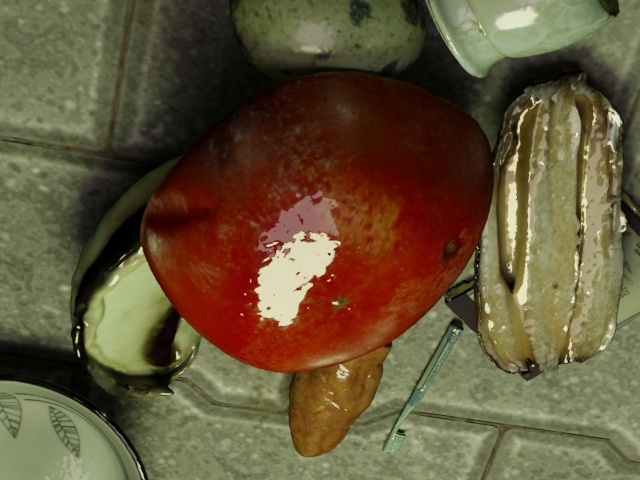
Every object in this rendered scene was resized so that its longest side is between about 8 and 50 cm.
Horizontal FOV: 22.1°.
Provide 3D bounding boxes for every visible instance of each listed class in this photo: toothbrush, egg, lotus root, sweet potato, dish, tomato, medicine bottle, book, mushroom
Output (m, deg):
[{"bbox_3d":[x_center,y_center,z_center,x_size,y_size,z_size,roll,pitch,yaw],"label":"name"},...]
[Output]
[{"bbox_3d":[0.115,0.171,1.853,0.019,0.016,0.219,14,129,-13],"label":"toothbrush"},{"bbox_3d":[0.008,-0.200,1.453,0.181,0.141,0.141,12,130,-14],"label":"egg"},{"bbox_3d":[0.219,-0.024,1.640,0.167,0.078,0.329,-6,117,-14],"label":"lotus root"},{"bbox_3d":[0.017,0.158,1.796,0.097,0.097,0.252,9,134,-8],"label":"sweet potato"},{"bbox_3d":[-0.329,0.279,1.860,0.316,0.106,0.316,2,109,7],"label":"dish"},{"bbox_3d":[0.007,0.009,1.479,0.338,0.144,0.338,-12,139,-11],"label":"tomato"},{"bbox_3d":[0.168,-0.230,1.423,0.143,0.147,0.147,-20,128,21],"label":"medicine bottle"},{"bbox_3d":[0.269,0.054,1.747,0.231,0.026,0.157,-33,123,25],"label":"book"},{"bbox_3d":[-0.116,0.016,1.658,0.247,0.130,0.344,13,135,-37],"label":"mushroom"}]
